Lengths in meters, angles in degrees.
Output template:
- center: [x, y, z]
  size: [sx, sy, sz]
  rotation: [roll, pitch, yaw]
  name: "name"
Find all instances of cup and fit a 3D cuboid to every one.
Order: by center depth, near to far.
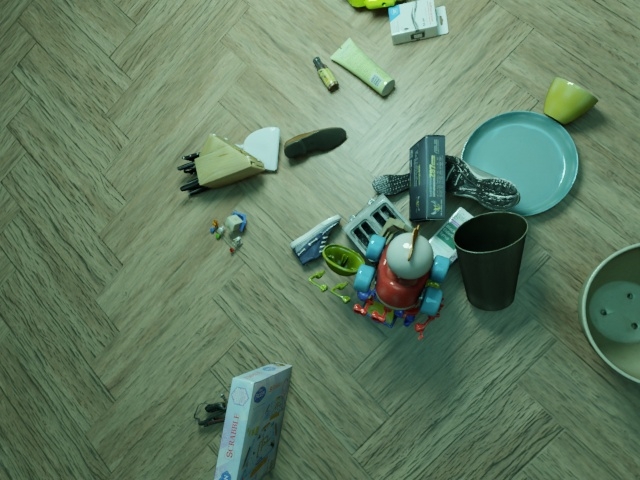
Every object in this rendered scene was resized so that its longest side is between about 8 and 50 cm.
- center: [0.794, 0.180, 1.100]
  size: [0.331, 0.237, 0.330]
  rotation: [-2, 81, 13]
  name: "cup"

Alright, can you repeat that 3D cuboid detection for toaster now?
- center: [0.178, -0.025, 1.343]
  size: [0.168, 0.110, 0.185]
  rotation: [-40, 76, 7]
  name: "toaster"

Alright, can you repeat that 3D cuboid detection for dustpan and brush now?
- center: [-0.239, -0.318, 1.517]
  size: [0.211, 0.060, 0.147]
  rotation: [7, 97, 8]
  name: "dustpan and brush"

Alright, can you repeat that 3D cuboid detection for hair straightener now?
- center: [-0.309, 0.537, 1.425]
  size: [0.231, 0.047, 0.089]
  rotation: [-18, 78, 15]
  name: "hair straightener"

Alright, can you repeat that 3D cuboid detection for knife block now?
- center: [-0.350, -0.219, 1.488]
  size: [0.276, 0.088, 0.242]
  rotation: [34, 105, 22]
  name: "knife block"

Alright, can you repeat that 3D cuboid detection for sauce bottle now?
- center: [0.015, -0.561, 1.490]
  size: [0.042, 0.042, 0.128]
  rotation: [-33, 74, 7]
  name: "sauce bottle"

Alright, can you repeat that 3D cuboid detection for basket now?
- center: [0.455, 0.066, 1.192]
  size: [0.204, 0.226, 0.154]
  rotation: [-26, 35, -18]
  name: "basket"

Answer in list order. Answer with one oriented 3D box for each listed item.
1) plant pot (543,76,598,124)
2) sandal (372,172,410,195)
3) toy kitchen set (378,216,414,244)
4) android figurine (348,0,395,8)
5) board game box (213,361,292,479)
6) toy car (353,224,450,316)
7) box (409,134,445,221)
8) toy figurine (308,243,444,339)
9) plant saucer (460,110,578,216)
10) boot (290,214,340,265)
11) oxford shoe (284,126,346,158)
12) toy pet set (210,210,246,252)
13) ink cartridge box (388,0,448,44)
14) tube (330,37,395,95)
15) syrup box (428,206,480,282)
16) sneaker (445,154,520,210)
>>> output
- center: [0.698, -0.389, 1.266]
  size: [0.134, 0.134, 0.095]
  rotation: [37, 114, 15]
  name: "plant pot"
- center: [0.250, -0.178, 1.387]
  size: [0.179, 0.040, 0.067]
  rotation: [-11, 85, -3]
  name: "sandal"
- center: [0.219, -0.011, 1.241]
  size: [0.068, 0.083, 0.075]
  rotation: [32, 91, -26]
  name: "toy kitchen set"
- center: [0.190, -0.860, 1.462]
  size: [0.273, 0.056, 0.248]
  rotation: [0, 68, 13]
  name: "android figurine"
- center: [-0.183, 0.525, 1.249]
  size: [0.066, 0.319, 0.317]
  rotation: [9, 84, 15]
  name: "board game box"
- center: [0.221, 0.038, 1.103]
  size: [0.219, 0.238, 0.210]
  rotation: [19, 54, 9]
  name: "toy car"
- center: [0.304, -0.170, 1.276]
  size: [0.059, 0.183, 0.232]
  rotation: [-1, 91, -4]
  name: "box"
- center: [0.144, 0.184, 1.272]
  size: [0.363, 0.217, 0.191]
  rotation: [23, 55, 14]
  name: "toy figurine"
- center: [0.578, -0.223, 1.307]
  size: [0.318, 0.044, 0.317]
  rotation: [-2, 82, 13]
  name: "plant saucer"
- center: [0.000, 0.000, 1.411]
  size: [0.190, 0.069, 0.086]
  rotation: [-34, 83, 16]
  name: "boot"
- center: [-0.021, -0.337, 1.458]
  size: [0.212, 0.076, 0.076]
  rotation: [-14, 39, 1]
  name: "oxford shoe"
- center: [-0.298, -0.043, 1.499]
  size: [0.122, 0.065, 0.114]
  rotation: [44, 129, 18]
  name: "toy pet set"
- center: [0.315, -0.709, 1.426]
  size: [0.180, 0.060, 0.104]
  rotation: [-7, 80, 13]
  name: "ink cartridge box"
- center: [0.142, -0.569, 1.456]
  size: [0.070, 0.062, 0.240]
  rotation: [-30, 67, -34]
  name: "tube"
- center: [0.361, 0.025, 1.290]
  size: [0.093, 0.096, 0.237]
  rotation: [43, 91, 17]
  name: "syrup box"
- center: [0.440, -0.160, 1.269]
  size: [0.272, 0.108, 0.100]
  rotation: [35, 110, 31]
  name: "sneaker"
